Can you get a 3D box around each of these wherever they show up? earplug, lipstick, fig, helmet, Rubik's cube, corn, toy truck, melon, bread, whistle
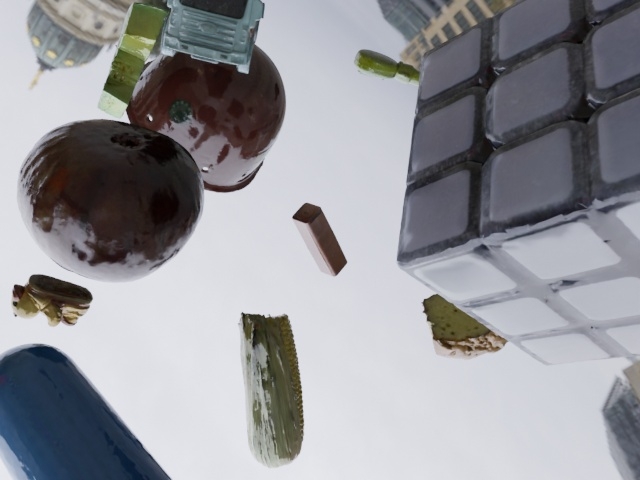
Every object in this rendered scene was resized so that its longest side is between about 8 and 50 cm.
[{"bbox_3d":[-0.250,0.225,0.626,0.273,0.132,0.132,51,-153,8],"label":"earplug"},{"bbox_3d":[0.000,0.000,1.085,0.045,0.045,0.145,-50,-44,-24],"label":"lipstick"},{"bbox_3d":[-0.265,-0.048,0.788,0.235,0.235,0.214,-23,-63,-62],"label":"fig"},{"bbox_3d":[-0.195,-0.308,1.278,0.337,0.230,0.385,46,-138,-11],"label":"helmet"},{"bbox_3d":[0.294,-0.071,0.633,0.301,0.304,0.305,34,-128,-32],"label":"Rubik's cube"},{"bbox_3d":[-0.099,0.279,1.170,0.123,0.122,0.305,-19,-78,-73],"label":"corn"},{"bbox_3d":[-0.153,-0.377,0.939,0.136,0.162,0.305,11,-151,-10],"label":"toy truck"},{"bbox_3d":[-0.340,-0.320,1.083,0.064,0.209,0.118,21,-171,-26],"label":"melon"},{"bbox_3d":[0.321,0.163,1.259,0.139,0.229,0.143,84,169,-56],"label":"bread"},{"bbox_3d":[0.173,-0.392,1.420,0.199,0.057,0.104,16,-153,-10],"label":"whistle"}]

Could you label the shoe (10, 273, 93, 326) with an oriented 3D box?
[{"bbox_3d":[-0.406,0.097,0.922,0.072,0.069,0.109,41,-159,33],"label":"shoe"}]
